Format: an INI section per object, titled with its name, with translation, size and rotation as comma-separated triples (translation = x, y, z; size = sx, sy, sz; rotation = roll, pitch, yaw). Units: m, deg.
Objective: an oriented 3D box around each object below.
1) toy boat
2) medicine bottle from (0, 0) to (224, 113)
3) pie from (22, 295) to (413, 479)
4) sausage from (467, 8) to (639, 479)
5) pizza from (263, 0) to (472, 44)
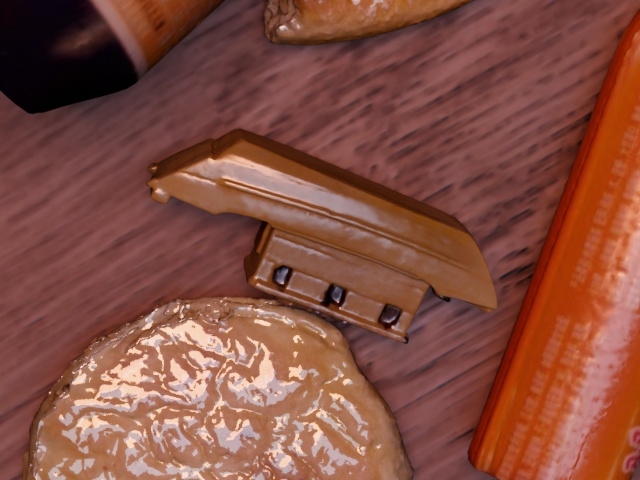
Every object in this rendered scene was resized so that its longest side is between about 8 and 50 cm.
[toy boat]
translation = 0.000, 0.000, 0.847
size = 0.200, 0.057, 0.077
rotation = 22, 104, -12
[medicine bottle]
translation = -0.047, -0.255, 0.697
size = 0.395, 0.242, 0.242
rotation = -39, 104, -5
[pie]
translation = -0.050, 0.121, 0.866
size = 0.218, 0.052, 0.185
rotation = 22, 99, -10
[sausage]
translation = 0.174, -0.008, 0.851
size = 0.093, 0.093, 0.312
rotation = 18, 98, -11
[pizza]
translation = 0.072, -0.198, 0.816
size = 0.134, 0.056, 0.271
rotation = 41, 95, -16
